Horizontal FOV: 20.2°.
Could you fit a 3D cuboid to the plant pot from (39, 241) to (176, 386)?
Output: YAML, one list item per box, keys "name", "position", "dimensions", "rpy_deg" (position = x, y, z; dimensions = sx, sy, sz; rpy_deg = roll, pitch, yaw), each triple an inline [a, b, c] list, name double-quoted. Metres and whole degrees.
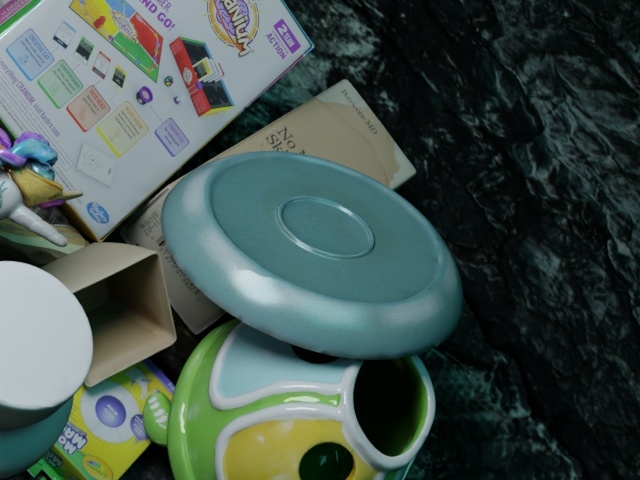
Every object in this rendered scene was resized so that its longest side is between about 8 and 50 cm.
- name: "plant pot"
  position: [-0.221, 0.061, 1.782]
  dimensions: [0.109, 0.096, 0.109]
  rpy_deg: [-27, 125, -30]

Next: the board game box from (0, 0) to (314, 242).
- name: "board game box"
  position: [-0.190, -0.192, 1.844]
  dimensions: [0.316, 0.064, 0.242]
  rpy_deg: [-43, 120, -14]

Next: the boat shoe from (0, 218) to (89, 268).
- name: "boat shoe"
  position: [-0.315, 0.002, 1.805]
  dimensions: [0.190, 0.068, 0.072]
  rpy_deg: [13, 43, -45]

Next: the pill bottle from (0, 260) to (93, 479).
- name: "pill bottle"
  position: [-0.320, 0.140, 1.542]
  dimensions: [0.176, 0.318, 0.176]
  rpy_deg: [17, 56, -27]

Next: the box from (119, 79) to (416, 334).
- name: "box"
  position: [-0.052, -0.042, 1.977]
  dimensions: [0.148, 0.121, 0.311]
  rpy_deg: [52, 47, 1]

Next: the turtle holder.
- name: "turtle holder"
  position: [-0.032, 0.189, 1.758]
  dimensions: [0.320, 0.227, 0.243]
  rpy_deg: [-21, 92, -50]

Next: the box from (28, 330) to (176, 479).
- name: "box"
  position: [-0.221, 0.182, 1.781]
  dimensions: [0.105, 0.043, 0.179]
  rpy_deg: [47, 49, -5]

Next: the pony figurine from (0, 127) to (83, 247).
- name: "pony figurine"
  position: [-0.441, -0.089, 1.645]
  dimensions: [0.363, 0.303, 0.351]
  rpy_deg: [-26, 81, -21]

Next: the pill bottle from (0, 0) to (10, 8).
- name: "pill bottle"
  position: [-0.252, -0.196, 1.917]
  dimensions: [0.216, 0.121, 0.121]
  rpy_deg: [11, 59, -32]

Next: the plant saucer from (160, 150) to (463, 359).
- name: "plant saucer"
  position: [0.000, 0.000, 1.784]
  dimensions: [0.317, 0.044, 0.318]
  rpy_deg: [16, 32, -11]
